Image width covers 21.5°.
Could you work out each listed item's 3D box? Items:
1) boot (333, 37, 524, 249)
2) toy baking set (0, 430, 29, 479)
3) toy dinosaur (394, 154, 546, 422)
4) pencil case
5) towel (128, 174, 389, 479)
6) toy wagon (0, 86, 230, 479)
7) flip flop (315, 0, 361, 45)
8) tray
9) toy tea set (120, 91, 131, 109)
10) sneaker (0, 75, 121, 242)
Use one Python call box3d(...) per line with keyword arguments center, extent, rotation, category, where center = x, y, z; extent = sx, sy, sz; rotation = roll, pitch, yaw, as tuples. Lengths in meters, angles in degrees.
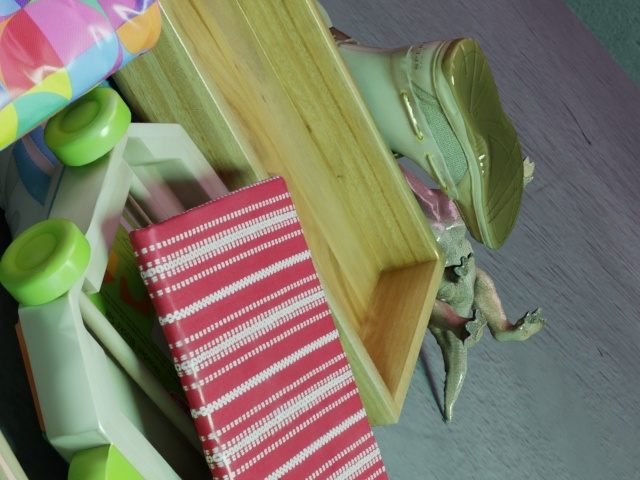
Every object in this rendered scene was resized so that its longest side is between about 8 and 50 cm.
box3d(center=(0.078, -0.086, 1.443), extent=(0.077, 0.165, 0.213), rotation=(-58, 140, -35), category="boot")
box3d(center=(-0.228, 0.121, 0.891), extent=(0.256, 0.030, 0.197), rotation=(60, 22, 14), category="toy baking set")
box3d(center=(0.094, 0.012, 1.588), extent=(0.127, 0.200, 0.295), rotation=(-31, 121, -37), category="toy dinosaur")
box3d(center=(-0.209, -0.103, 1.019), extent=(0.236, 0.104, 0.104), rotation=(-37, 92, -27), category="pencil case")
box3d(center=(-0.032, 0.104, 1.107), extent=(0.199, 0.031, 0.274), rotation=(-27, 99, -63), category="towel")
box3d(center=(-0.109, 0.079, 1.075), extent=(0.267, 0.068, 0.344), rotation=(55, 31, -37), category="toy wagon")
box3d(center=(0.016, -0.169, 1.786), extent=(0.112, 0.080, 0.277), rotation=(39, 26, -34), category="flip flop")
box3d(center=(-0.031, -0.068, 1.305), extent=(0.411, 0.076, 0.203), rotation=(60, 32, -30), category="tray")
box3d(center=(-0.123, -0.119, 1.378), extent=(0.336, 0.124, 0.200), rotation=(54, 32, -40), category="toy tea set")
box3d(center=(-0.193, -0.053, 1.165), extent=(0.087, 0.092, 0.228), rotation=(40, 43, -57), category="sneaker")
